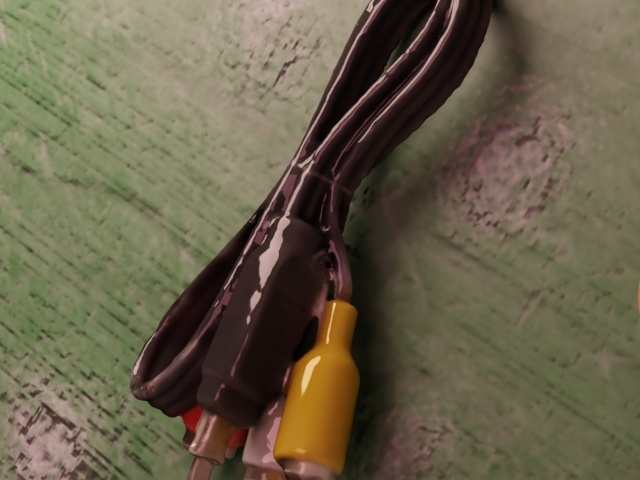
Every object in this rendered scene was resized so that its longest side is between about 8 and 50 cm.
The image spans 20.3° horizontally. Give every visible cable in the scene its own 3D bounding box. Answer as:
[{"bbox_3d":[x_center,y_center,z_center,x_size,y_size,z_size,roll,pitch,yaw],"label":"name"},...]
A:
[{"bbox_3d":[0.000,0.000,0.854,0.139,0.072,0.287,9,70,55],"label":"cable"}]

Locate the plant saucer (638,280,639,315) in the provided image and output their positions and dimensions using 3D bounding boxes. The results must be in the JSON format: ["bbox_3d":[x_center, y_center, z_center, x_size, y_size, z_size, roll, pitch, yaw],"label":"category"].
[{"bbox_3d":[0.168,0.020,0.732,0.083,0.013,0.083,-11,71,34],"label":"plant saucer"}]
